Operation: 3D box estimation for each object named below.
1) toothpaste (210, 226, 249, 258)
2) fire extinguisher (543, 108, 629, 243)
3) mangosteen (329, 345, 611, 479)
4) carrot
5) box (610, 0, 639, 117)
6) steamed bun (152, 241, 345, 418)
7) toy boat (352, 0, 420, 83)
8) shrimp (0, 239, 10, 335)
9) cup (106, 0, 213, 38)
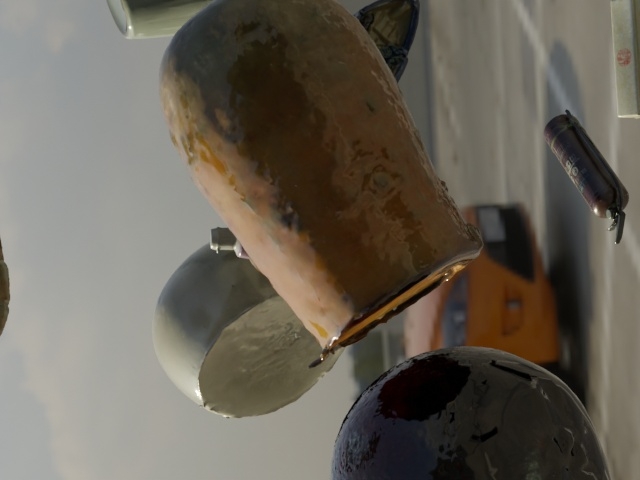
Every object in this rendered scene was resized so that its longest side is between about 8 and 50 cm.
[{"bbox_3d":[0.000,0.000,2.015,0.075,0.301,0.048,104,163,-54],"label":"toothpaste"},{"bbox_3d":[0.289,-0.072,1.578,0.064,0.043,0.158,99,155,-42],"label":"fire extinguisher"},{"bbox_3d":[0.136,0.249,1.481,0.300,0.300,0.300,-4,-90,-88],"label":"mangosteen"},{"bbox_3d":[-0.007,-0.078,1.435,0.341,0.224,0.224,58,179,7],"label":"carrot"},{"bbox_3d":[0.283,-0.142,1.159,0.167,0.024,0.090,-6,-88,-46],"label":"box"},{"bbox_3d":[-0.115,0.120,2.384,0.206,0.324,0.324,51,157,40],"label":"steamed bun"},{"bbox_3d":[0.055,-0.234,2.007,0.262,0.114,0.115,-58,19,-24],"label":"toy boat"},{"bbox_3d":[-0.374,0.012,1.429,0.059,0.145,0.254,50,-157,-70],"label":"shrimp"},{"bbox_3d":[-0.217,-0.434,2.232,0.186,0.234,0.258,133,117,-73],"label":"cup"}]
